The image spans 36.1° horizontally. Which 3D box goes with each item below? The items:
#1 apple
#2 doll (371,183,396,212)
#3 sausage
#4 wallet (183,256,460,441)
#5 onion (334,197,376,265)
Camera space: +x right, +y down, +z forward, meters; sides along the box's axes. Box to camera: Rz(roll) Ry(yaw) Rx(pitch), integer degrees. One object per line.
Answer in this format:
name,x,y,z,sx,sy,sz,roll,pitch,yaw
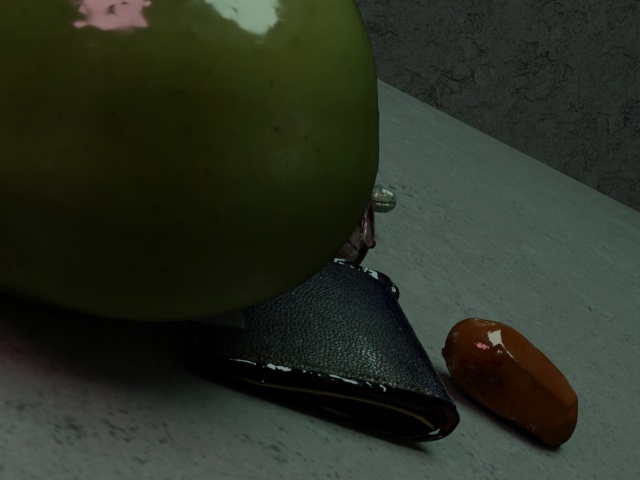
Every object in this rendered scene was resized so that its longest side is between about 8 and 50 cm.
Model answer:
apple,-0.132,-0.104,0.764,0.357,0.357,0.357,27,18,-10
doll,0.008,-0.067,1.353,0.214,0.072,0.103,8,15,-33
sausage,0.212,0.154,1.063,0.179,0.089,0.089,38,17,-8
wallet,-0.014,0.086,0.936,0.262,0.071,0.221,19,26,-23
onion,0.000,0.000,1.121,0.098,0.151,0.206,66,25,-2
